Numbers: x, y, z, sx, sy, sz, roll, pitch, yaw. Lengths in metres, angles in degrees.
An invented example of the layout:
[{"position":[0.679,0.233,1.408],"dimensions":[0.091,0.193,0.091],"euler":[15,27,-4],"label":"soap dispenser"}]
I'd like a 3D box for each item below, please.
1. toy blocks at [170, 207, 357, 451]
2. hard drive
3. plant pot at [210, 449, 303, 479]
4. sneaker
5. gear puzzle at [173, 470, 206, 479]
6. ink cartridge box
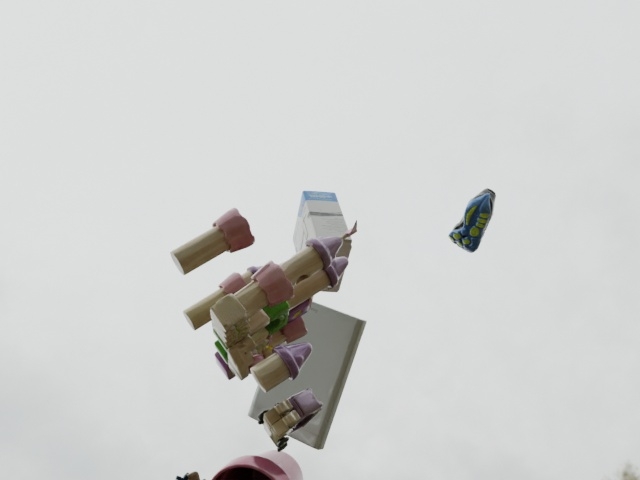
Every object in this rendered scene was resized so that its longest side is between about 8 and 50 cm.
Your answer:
[{"position":[-0.048,0.115,1.160],"dimensions":[0.260,0.309,0.288],"euler":[-31,-22,-21],"label":"toy blocks"},{"position":[-0.033,0.299,1.659],"dimensions":[0.040,0.203,0.307],"euler":[22,-94,-62],"label":"hard drive"},{"position":[-0.128,0.560,1.586],"dimensions":[0.201,0.180,0.201],"euler":[2,-85,19],"label":"plant pot"},{"position":[0.313,-0.038,1.441],"dimensions":[0.067,0.078,0.188],"euler":[34,-28,13],"label":"sneaker"},{"position":[-0.323,0.725,1.692],"dimensions":[0.175,0.044,0.339],"euler":[-18,-82,-30],"label":"gear puzzle"},{"position":[0.000,0.000,1.636],"dimensions":[0.086,0.203,0.148],"euler":[5,-57,-14],"label":"ink cartridge box"}]
